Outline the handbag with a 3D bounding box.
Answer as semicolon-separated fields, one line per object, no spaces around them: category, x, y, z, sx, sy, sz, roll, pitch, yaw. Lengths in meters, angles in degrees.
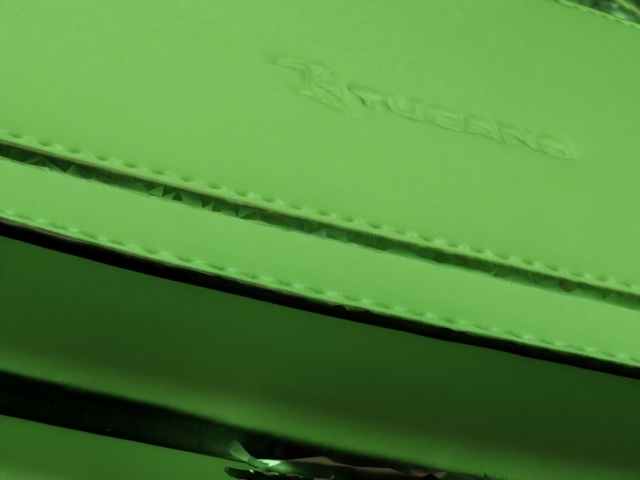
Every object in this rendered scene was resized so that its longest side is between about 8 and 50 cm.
handbag;0.000;0.000;0.522;0.358;0.160;0.237;14;39;-15
